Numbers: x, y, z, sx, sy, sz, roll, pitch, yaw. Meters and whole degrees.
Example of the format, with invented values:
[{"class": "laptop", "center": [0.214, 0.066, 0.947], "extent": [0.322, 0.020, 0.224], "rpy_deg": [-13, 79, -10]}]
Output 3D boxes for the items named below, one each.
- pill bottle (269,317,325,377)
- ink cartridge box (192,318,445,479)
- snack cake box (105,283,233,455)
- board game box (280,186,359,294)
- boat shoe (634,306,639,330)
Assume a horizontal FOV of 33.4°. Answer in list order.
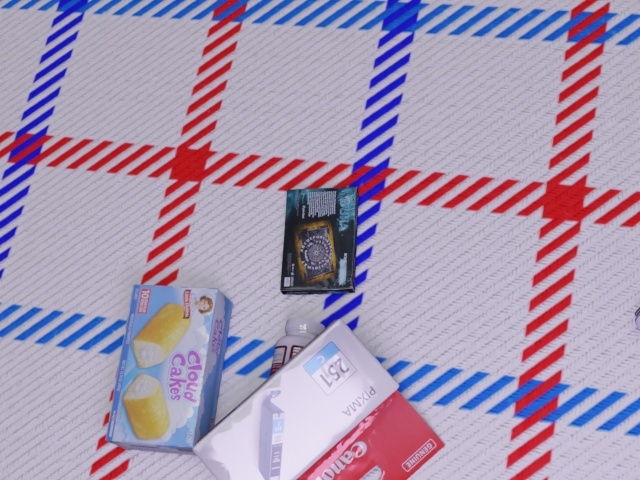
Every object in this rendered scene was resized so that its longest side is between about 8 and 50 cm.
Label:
[{"class": "pill bottle", "center": [-0.036, 0.205, 1.700], "extent": [0.086, 0.086, 0.152], "rpy_deg": [6, 70, 15]}, {"class": "ink cartridge box", "center": [0.003, 0.310, 1.606], "extent": [0.296, 0.066, 0.261], "rpy_deg": [-41, 90, -5]}, {"class": "snack cake box", "center": [-0.244, 0.211, 1.745], "extent": [0.152, 0.089, 0.264], "rpy_deg": [1, 69, 15]}, {"class": "board game box", "center": [0.000, 0.000, 1.806], "extent": [0.126, 0.026, 0.186], "rpy_deg": [-1, 68, 12]}, {"class": "boat shoe", "center": [0.558, 0.052, 1.629], "extent": [0.228, 0.080, 0.076], "rpy_deg": [-37, 59, -4]}]
